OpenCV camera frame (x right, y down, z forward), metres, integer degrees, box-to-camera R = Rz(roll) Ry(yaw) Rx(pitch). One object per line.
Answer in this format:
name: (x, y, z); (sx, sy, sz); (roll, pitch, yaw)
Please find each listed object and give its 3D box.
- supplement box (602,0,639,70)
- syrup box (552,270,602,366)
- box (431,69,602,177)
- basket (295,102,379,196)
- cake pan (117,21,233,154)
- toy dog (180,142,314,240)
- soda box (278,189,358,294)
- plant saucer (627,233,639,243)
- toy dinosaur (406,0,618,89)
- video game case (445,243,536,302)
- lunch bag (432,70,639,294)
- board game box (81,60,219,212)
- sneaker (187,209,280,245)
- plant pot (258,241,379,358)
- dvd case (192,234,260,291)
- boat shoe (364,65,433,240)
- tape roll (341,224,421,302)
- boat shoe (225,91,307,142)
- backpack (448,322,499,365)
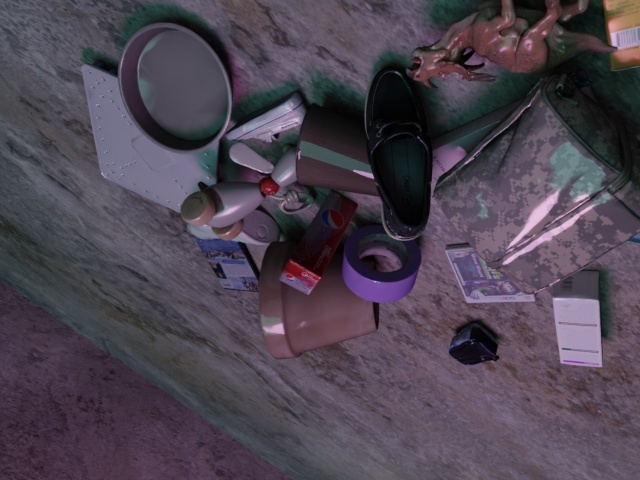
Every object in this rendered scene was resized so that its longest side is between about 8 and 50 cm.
supplement box: (0.447, -0.372, 0.718); (0.080, 0.078, 0.233); (-1, 130, 34)
syrup box: (0.603, 0.185, 1.170); (0.096, 0.093, 0.237); (0, 131, 30)
box: (0.397, -0.153, 0.980); (0.322, 0.058, 0.232); (-20, 118, 43)
basket: (0.078, -0.178, 1.076); (0.226, 0.154, 0.204); (16, 149, 11)
cake pan: (-0.327, -0.348, 1.158); (0.293, 0.054, 0.293); (9, 119, 16)
toy dog: (-0.191, -0.141, 1.245); (0.220, 0.333, 0.161); (82, 163, -60)
soda box: (0.000, 0.000, 1.207); (0.083, 0.263, 0.092); (30, 140, -2)
plant saucer: (0.702, -0.008, 0.979); (0.192, 0.018, 0.067); (14, 137, 19)
toy dinosaur: (0.306, -0.315, 0.801); (0.295, 0.127, 0.200); (24, 140, 20)
video game case: (0.418, 0.082, 1.230); (0.173, 0.022, 0.190); (-7, 127, 35)
lunch bag: (0.372, -0.097, 0.848); (0.256, 0.213, 0.305); (36, 138, -7)
board game box: (-0.448, -0.254, 1.378); (0.389, 0.050, 0.390); (24, 138, 6)
sneaker: (-0.249, -0.038, 1.421); (0.255, 0.094, 0.151); (16, 163, -29)
plant pot: (0.011, 0.156, 1.357); (0.280, 0.323, 0.323); (-3, 131, 12)
dvd case: (-0.292, 0.072, 1.635); (0.180, 0.022, 0.253); (1, 131, 28)
boat shoe: (0.149, -0.170, 0.939); (0.127, 0.113, 0.340); (-1, 90, 3)
tape roll: (0.148, 0.055, 1.234); (0.188, 0.189, 0.080); (18, 137, 14)
boat shoe: (-0.124, -0.261, 1.156); (0.226, 0.083, 0.076); (-14, 122, 38)
backpack: (0.421, 0.292, 1.390); (0.105, 0.084, 0.114); (39, 135, -12)
